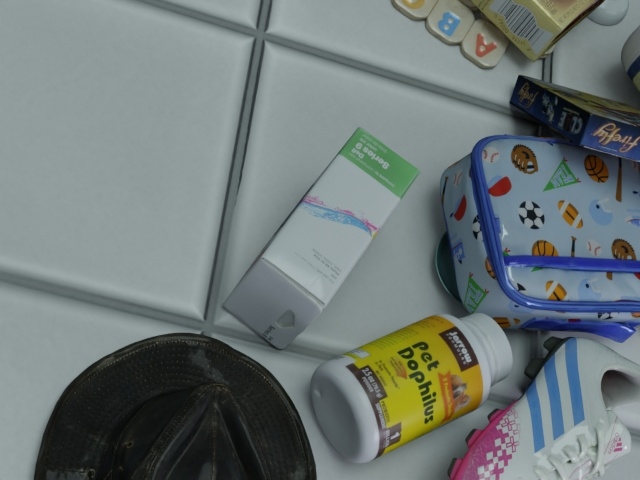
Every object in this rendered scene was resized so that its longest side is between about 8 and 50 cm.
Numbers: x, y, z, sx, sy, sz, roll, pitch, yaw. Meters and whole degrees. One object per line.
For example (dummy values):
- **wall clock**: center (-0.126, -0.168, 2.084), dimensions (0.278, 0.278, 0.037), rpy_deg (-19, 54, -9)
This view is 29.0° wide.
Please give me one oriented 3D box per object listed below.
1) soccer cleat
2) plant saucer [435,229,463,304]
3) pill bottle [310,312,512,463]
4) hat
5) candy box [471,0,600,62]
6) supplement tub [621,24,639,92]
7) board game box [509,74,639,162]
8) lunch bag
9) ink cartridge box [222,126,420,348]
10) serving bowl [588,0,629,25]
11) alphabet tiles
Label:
- **soccer cleat**: center (0.253, 0.233, 1.363), dimensions (0.143, 0.116, 0.331), rpy_deg (19, 52, 32)
- **plant saucer**: center (0.191, 0.035, 1.508), dimensions (0.119, 0.021, 0.119), rpy_deg (8, 65, -18)
- **pill bottle**: center (0.105, 0.154, 1.365), dimensions (0.215, 0.117, 0.117), rpy_deg (-21, 76, -28)
- **hat**: center (-0.128, 0.232, 1.231), dimensions (0.331, 0.134, 0.331), rpy_deg (8, 63, -17)
- **candy box**: center (0.245, -0.413, 1.668), dimensions (0.316, 0.087, 0.183), rpy_deg (47, 57, 4)
- **supplement tub**: center (0.575, -0.180, 1.628), dimensions (0.235, 0.235, 0.325), rpy_deg (-25, 77, -28)
- **board game box**: center (0.355, -0.146, 1.546), dimensions (0.165, 0.243, 0.042), rpy_deg (13, 105, -15)
- **lunch bag**: center (0.299, 0.001, 1.495), dimensions (0.303, 0.115, 0.243), rpy_deg (3, 63, -28)
- **ink cartridge box**: center (0.000, 0.000, 1.373), dimensions (0.093, 0.154, 0.212), rpy_deg (36, 60, -3)
- **serving bowl**: center (0.405, -0.349, 1.760), dimensions (0.083, 0.027, 0.083), rpy_deg (8, 64, -17)
- **alphabet tiles**: center (0.222, -0.374, 1.705), dimensions (0.284, 0.021, 0.278), rpy_deg (35, 60, -4)
